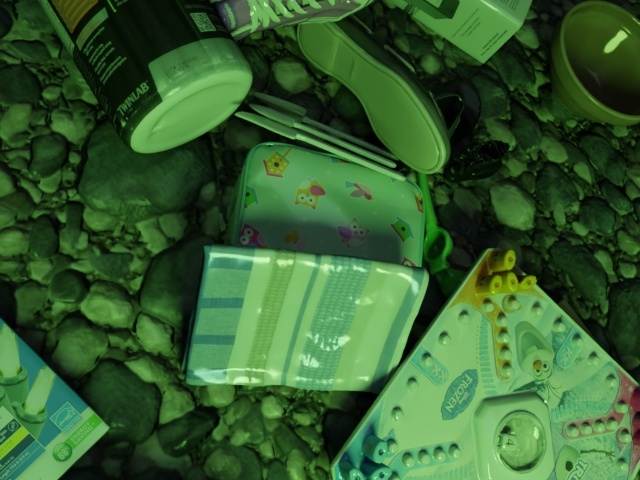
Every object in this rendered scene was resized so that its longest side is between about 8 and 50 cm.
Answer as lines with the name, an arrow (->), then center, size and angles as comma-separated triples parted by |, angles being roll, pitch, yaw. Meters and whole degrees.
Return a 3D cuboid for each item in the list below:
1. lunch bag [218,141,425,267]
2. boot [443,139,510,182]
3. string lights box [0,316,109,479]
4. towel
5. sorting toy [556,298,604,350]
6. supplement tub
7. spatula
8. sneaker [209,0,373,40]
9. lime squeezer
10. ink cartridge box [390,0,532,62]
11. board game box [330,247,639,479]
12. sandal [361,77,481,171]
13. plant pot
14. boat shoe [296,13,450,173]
lunch bag -> 0.000, 0.000, 0.902 | 0.279, 0.108, 0.224 | 13, 70, -16
boot -> 0.263, -0.130, 1.049 | 0.121, 0.099, 0.045 | -17, 80, -24
string lights box -> -0.372, 0.164, 0.723 | 0.260, 0.077, 0.133 | 45, 64, -1
towel -> -0.019, 0.107, 0.823 | 0.284, 0.209, 0.034 | 7, 29, -16
sorting toy -> 0.372, 0.219, 1.011 | 0.208, 0.038, 0.193 | -35, 87, -31
supplement tub -> -0.243, -0.291, 0.860 | 0.193, 0.193, 0.316 | -29, 85, -26
spatula -> 0.008, -0.152, 0.937 | 0.242, 0.168, 0.019 | 21, 109, -4
sneaker -> -0.052, -0.326, 0.904 | 0.161, 0.282, 0.102 | -42, 119, -40
lime squeezer -> 0.207, 0.022, 1.001 | 0.110, 0.059, 0.310 | -29, 83, -26
ink cartridge box -> 0.227, -0.483, 1.142 | 0.289, 0.121, 0.211 | 31, 64, -8
board game box -> 0.270, 0.273, 0.889 | 0.390, 0.050, 0.390 | 42, 72, -9
sandal -> 0.178, -0.184, 1.060 | 0.254, 0.054, 0.097 | -38, 88, -27
plant pot -> 0.496, -0.300, 1.189 | 0.237, 0.110, 0.237 | 7, 70, -19
boat shoe -> 0.097, -0.241, 0.989 | 0.095, 0.112, 0.335 | -25, 65, -33
